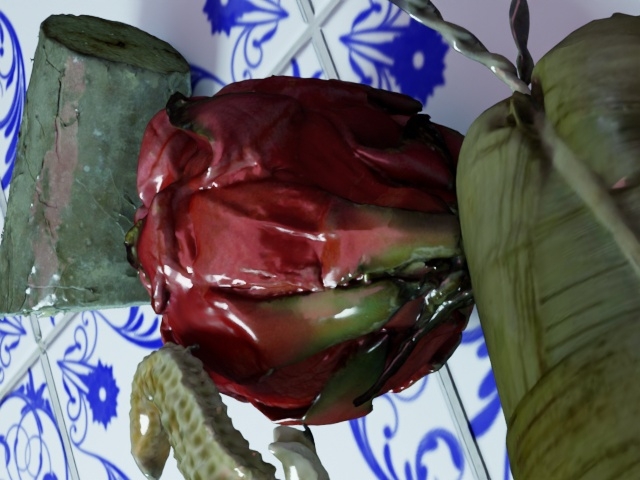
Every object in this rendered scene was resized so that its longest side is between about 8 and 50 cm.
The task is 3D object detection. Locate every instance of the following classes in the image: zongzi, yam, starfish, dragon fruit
[{"bbox_3d":[0.286,0.007,0.683,0.467,0.218,0.499,-25,57,25],"label":"zongzi"},{"bbox_3d":[-0.177,-0.045,1.283,0.154,0.154,0.254,23,104,51],"label":"yam"},{"bbox_3d":[0.025,0.258,0.895,0.432,0.082,0.324,59,165,-13],"label":"starfish"},{"bbox_3d":[0.000,0.000,0.959,0.293,0.234,0.233,179,91,-71],"label":"dragon fruit"}]
